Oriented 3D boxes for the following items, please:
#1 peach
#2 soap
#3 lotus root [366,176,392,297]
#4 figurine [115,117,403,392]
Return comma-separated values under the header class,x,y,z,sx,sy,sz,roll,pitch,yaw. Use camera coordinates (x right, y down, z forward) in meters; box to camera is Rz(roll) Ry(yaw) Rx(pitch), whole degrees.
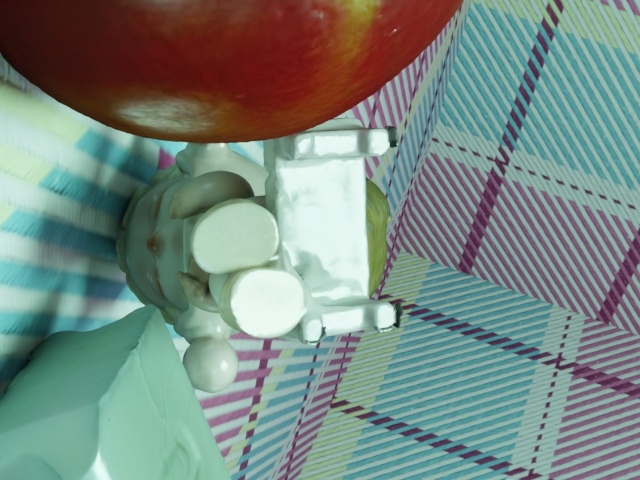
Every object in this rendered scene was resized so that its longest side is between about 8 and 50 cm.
class,x,y,z,sx,sy,sz,roll,pitch,yaw
peach,-0.020,-0.153,0.548,0.362,0.201,0.258,84,26,-73
soap,-0.103,0.205,0.680,0.173,0.095,0.290,-71,143,-69
lotus root,0.000,0.000,1.238,0.342,0.151,0.169,-43,139,-75
figurine,-0.056,-0.007,0.742,0.144,0.182,0.256,-28,-164,-24
